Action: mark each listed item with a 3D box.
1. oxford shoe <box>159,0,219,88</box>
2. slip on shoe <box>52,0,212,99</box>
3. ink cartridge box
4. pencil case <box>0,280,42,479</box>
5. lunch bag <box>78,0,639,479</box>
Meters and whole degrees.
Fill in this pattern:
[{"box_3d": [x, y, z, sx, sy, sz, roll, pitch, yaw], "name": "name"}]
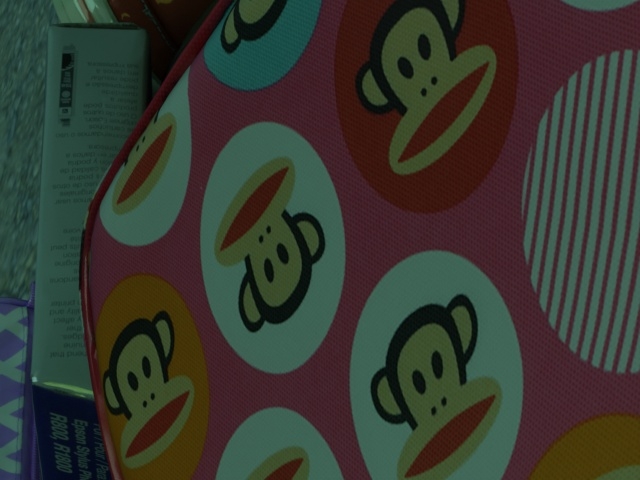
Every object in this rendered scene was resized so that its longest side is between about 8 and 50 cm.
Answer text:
[{"box_3d": [0.019, -0.115, 0.668, 0.227, 0.082, 0.096, -39, 40, 32], "name": "oxford shoe"}, {"box_3d": [-0.074, -0.189, 0.869, 0.101, 0.123, 0.331, -28, 38, 13], "name": "slip on shoe"}, {"box_3d": [-0.090, 0.066, 0.713, 0.223, 0.045, 0.224, 97, 171, -56], "name": "ink cartridge box"}, {"box_3d": [-0.153, 0.127, 0.853, 0.088, 0.086, 0.206, 122, 150, -45], "name": "pencil case"}, {"box_3d": [0.044, -0.005, 0.442, 0.293, 0.120, 0.258, -46, 56, 41], "name": "lunch bag"}]
